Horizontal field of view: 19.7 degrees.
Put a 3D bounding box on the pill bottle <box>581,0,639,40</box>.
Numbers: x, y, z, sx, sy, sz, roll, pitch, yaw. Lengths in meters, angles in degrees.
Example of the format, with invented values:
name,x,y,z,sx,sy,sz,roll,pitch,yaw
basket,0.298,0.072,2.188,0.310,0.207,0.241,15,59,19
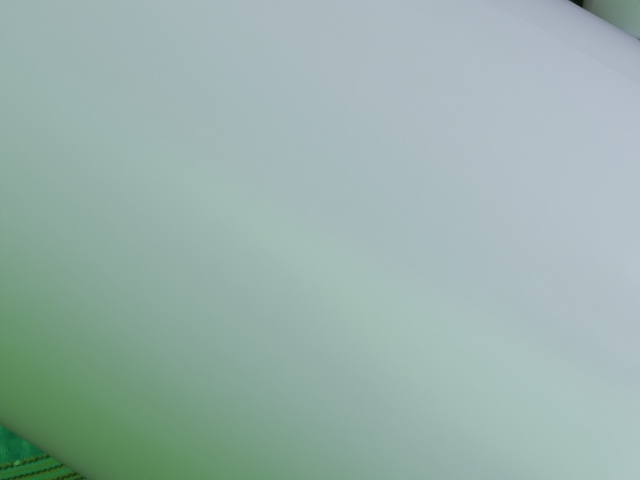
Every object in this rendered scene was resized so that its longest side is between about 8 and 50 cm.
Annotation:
name,x,y,z,sx,sy,sz,roll,pitch,yaw
pill bottle,0.257,-0.258,0.917,0.210,0.210,0.362,14,92,6

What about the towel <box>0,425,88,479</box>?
name,x,y,z,sx,sy,sz,roll,pitch,yaw
towel,-0.071,0.150,1.070,0.271,0.040,0.370,-22,73,20

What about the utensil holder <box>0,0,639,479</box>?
name,x,y,z,sx,sy,sz,roll,pitch,yaw
utensil holder,0.000,0.000,0.884,0.385,0.327,0.327,31,104,9
